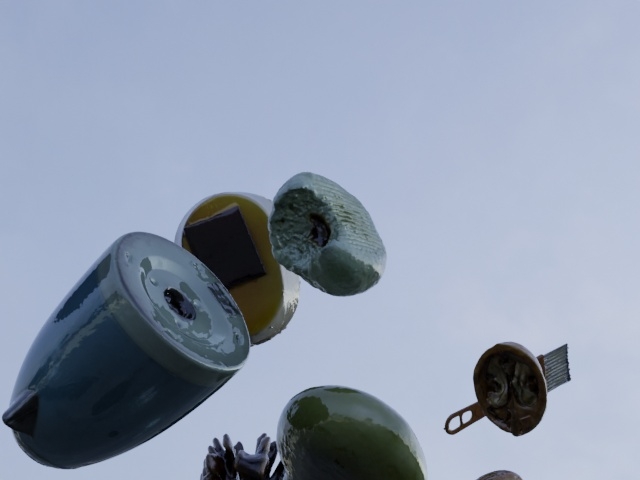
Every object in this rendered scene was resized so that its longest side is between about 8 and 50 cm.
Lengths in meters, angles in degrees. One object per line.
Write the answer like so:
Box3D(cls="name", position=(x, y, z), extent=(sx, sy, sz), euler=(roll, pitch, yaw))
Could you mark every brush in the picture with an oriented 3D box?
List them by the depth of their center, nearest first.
Box3D(cls="brush", position=(0.345, 0.283, 2.613), extent=(0.314, 0.090, 0.017), euler=(-24, 27, -30))

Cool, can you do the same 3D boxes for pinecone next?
Box3D(cls="pinecone", position=(-0.101, 0.578, 2.815), extent=(0.398, 0.397, 0.397), euler=(1, -30, 1))

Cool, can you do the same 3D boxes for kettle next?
Box3D(cls="kettle", position=(-0.277, 0.190, 2.021), extent=(0.342, 0.247, 0.319), euler=(-44, -27, 22))

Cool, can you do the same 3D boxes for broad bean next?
Box3D(cls="broad bean", position=(0.035, 0.316, 2.021), extent=(0.238, 0.119, 0.291), euler=(46, -38, 7))

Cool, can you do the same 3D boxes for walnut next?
Box3D(cls="walnut", position=(0.238, 0.175, 1.734), extent=(0.091, 0.121, 0.052), euler=(-4, 15, 28))

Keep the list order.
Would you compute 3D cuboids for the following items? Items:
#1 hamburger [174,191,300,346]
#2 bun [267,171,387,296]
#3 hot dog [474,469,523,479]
Box3D(cls="hamburger", position=(-0.154, 0.052, 2.633), extent=(0.227, 0.295, 0.151), euler=(-7, -6, 2))
Box3D(cls="bun", position=(0.000, 0.000, 2.185), extent=(0.204, 0.212, 0.126), euler=(30, -62, -30))
Box3D(cls="hot dog", position=(0.174, 0.437, 1.904), extent=(0.349, 0.117, 0.158), euler=(-36, -67, 30))
